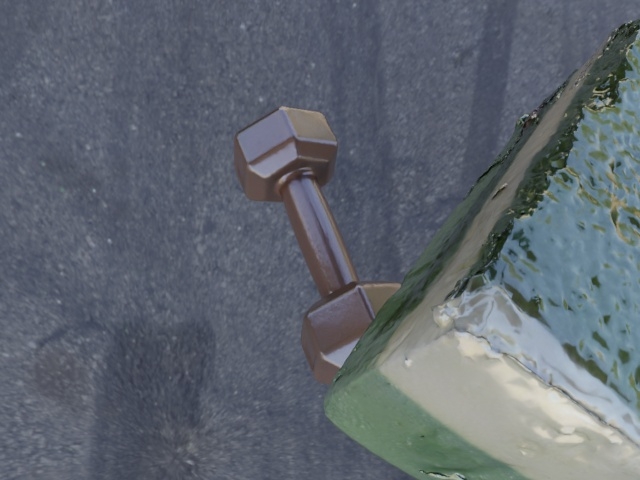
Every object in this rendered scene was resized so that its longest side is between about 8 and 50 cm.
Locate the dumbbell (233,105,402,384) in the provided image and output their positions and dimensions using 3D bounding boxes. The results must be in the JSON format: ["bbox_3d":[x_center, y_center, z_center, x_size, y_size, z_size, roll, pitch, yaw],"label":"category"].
[{"bbox_3d":[0.000,0.000,0.607,0.082,0.092,0.231,-16,62,-13],"label":"dumbbell"}]

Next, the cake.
[{"bbox_3d":[0.103,-0.006,0.419,0.172,0.158,0.284,15,63,-22],"label":"cake"}]
